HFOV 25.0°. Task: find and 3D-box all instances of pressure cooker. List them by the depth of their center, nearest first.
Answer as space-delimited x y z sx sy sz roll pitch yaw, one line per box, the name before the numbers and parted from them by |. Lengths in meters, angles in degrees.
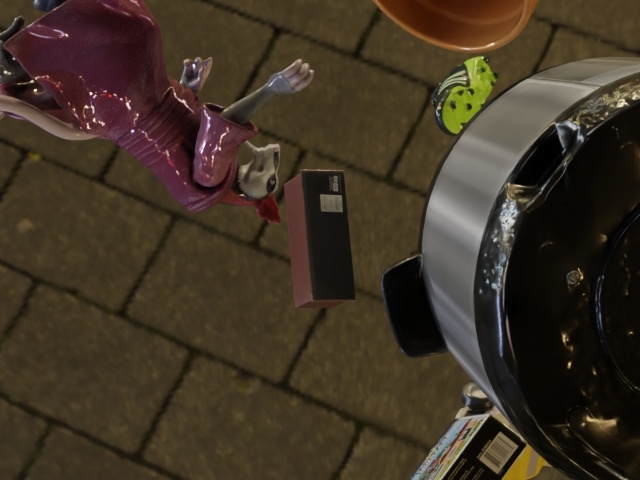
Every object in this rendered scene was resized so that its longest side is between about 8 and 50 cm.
pressure cooker | 0.283 0.014 1.285 0.370 0.420 0.375 26 95 -10

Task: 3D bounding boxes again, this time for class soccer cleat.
soccer cleat | 0.162 -0.166 1.730 0.072 0.060 0.179 -23 18 31

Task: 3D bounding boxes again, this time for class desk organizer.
desk organizer | -0.002 0.000 1.414 0.047 0.050 0.130 0 78 -24

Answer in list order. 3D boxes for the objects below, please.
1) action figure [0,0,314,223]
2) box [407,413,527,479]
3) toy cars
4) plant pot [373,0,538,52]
action figure | -0.185 -0.132 1.594 0.370 0.248 0.275 44 71 -12
box | 0.061 0.218 1.037 0.036 0.114 0.207 39 78 -1
toy cars | 0.222 0.204 1.603 0.087 0.394 0.176 14 81 17
plant pot | 0.213 -0.443 2.068 0.291 0.291 0.203 28 59 15
